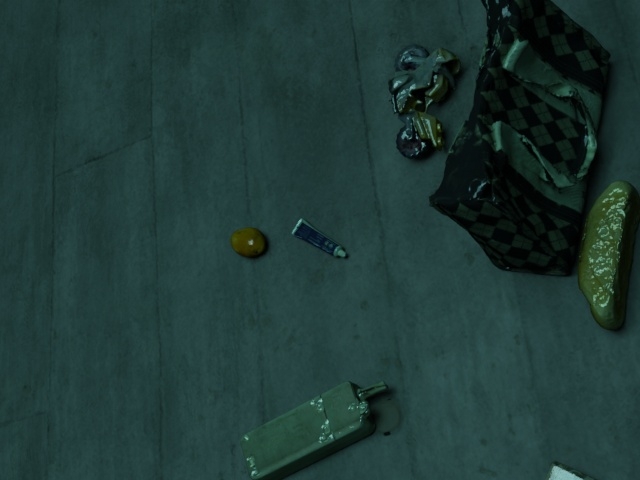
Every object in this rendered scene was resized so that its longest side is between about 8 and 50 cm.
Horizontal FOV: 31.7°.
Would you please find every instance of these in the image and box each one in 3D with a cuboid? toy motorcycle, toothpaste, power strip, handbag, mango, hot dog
[{"bbox_3d":[0.195,-0.264,2.063,0.129,0.094,0.229,-10,68,26],"label":"toy motorcycle"},{"bbox_3d":[0.000,0.000,2.100,0.140,0.021,0.037,31,87,39],"label":"toothpaste"},{"bbox_3d":[-0.003,0.319,1.928,0.288,0.053,0.093,-29,54,16],"label":"power strip"},{"bbox_3d":[0.318,-0.189,1.811,0.180,0.316,0.416,1,68,38],"label":"handbag"},{"bbox_3d":[-0.142,0.002,2.173,0.089,0.046,0.060,23,78,50],"label":"mango"},{"bbox_3d":[0.451,0.022,1.776,0.073,0.084,0.243,0,68,36],"label":"hot dog"}]

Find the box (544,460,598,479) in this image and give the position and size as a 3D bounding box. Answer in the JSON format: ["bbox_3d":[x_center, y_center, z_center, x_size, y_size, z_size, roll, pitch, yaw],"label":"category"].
[{"bbox_3d":[0.380,0.374,1.673,0.098,0.045,0.062,19,79,35],"label":"box"}]
